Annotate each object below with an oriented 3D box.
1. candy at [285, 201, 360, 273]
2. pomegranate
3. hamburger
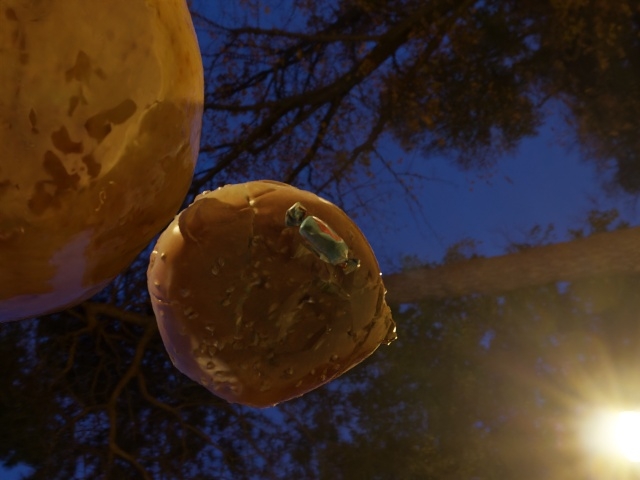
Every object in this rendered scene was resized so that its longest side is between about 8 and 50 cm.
[{"bbox_3d":[0.000,0.000,0.630,0.083,0.030,0.020,46,-161,10],"label":"candy"},{"bbox_3d":[-0.260,-0.124,0.503,0.410,0.410,0.410,16,-116,-35],"label":"pomegranate"},{"bbox_3d":[-0.053,0.061,0.748,0.286,0.146,0.243,26,-93,-28],"label":"hamburger"}]
